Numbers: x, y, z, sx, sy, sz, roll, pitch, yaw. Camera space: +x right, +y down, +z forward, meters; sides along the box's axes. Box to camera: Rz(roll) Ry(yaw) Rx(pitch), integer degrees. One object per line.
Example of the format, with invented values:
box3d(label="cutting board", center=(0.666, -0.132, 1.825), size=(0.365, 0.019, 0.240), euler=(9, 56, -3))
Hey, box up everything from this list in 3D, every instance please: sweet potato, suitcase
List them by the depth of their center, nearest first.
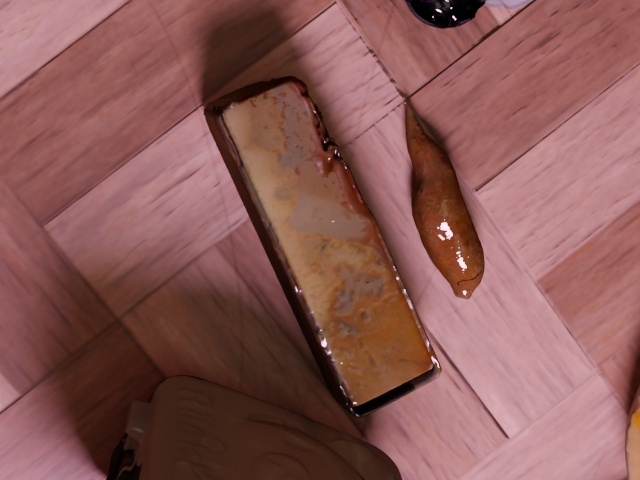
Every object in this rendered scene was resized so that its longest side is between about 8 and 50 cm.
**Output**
box3d(label="suitcase", center=(-0.024, 0.279, 1.264), size=(0.339, 0.351, 0.194), euler=(23, 113, -13))
box3d(label="sweet potato", center=(0.109, -0.036, 1.391), size=(0.056, 0.056, 0.195), euler=(-18, 99, -9))

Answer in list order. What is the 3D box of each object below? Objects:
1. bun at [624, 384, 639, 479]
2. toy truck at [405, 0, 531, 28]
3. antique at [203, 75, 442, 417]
box3d(label="bun", center=(0.443, 0.202, 1.424), size=(0.165, 0.299, 0.299), euler=(4, 102, -57))
box3d(label="toy truck", center=(0.123, -0.304, 1.310), size=(0.213, 0.161, 0.177), euler=(39, 67, -16))
box3d(label="antique", center=(0.000, 0.000, 1.355), size=(0.093, 0.087, 0.310), euler=(-27, 104, -8))
